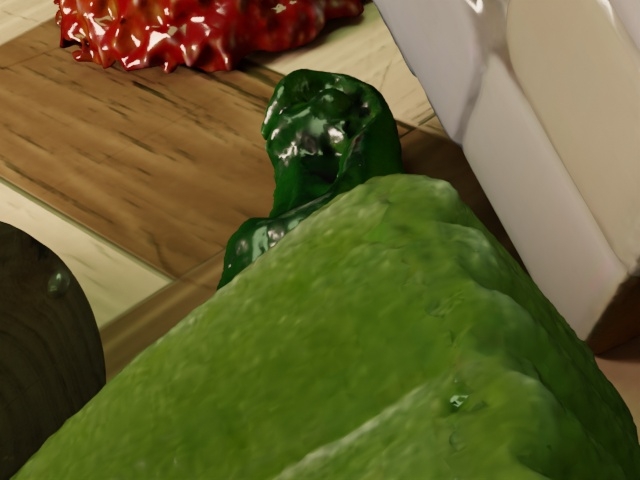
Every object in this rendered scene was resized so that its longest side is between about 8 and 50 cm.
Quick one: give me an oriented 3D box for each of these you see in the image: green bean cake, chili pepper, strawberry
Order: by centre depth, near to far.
[{"bbox_3d":[-0.016,0.117,0.503,0.248,0.125,0.222,-34,30,13],"label":"green bean cake"},{"bbox_3d":[-0.005,-0.004,0.787,0.100,0.074,0.257,-8,29,14],"label":"chili pepper"},{"bbox_3d":[-0.068,-0.225,1.044,0.234,0.178,0.234,-5,39,4],"label":"strawberry"}]

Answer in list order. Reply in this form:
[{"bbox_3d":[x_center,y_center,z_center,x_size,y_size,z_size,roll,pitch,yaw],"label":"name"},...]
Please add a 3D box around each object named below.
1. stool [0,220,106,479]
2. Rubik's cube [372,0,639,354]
[{"bbox_3d":[-0.241,0.052,0.689,0.264,0.179,0.179,15,43,36],"label":"stool"},{"bbox_3d":[0.191,-0.209,0.642,0.344,0.347,0.346,-24,74,-9],"label":"Rubik's cube"}]
